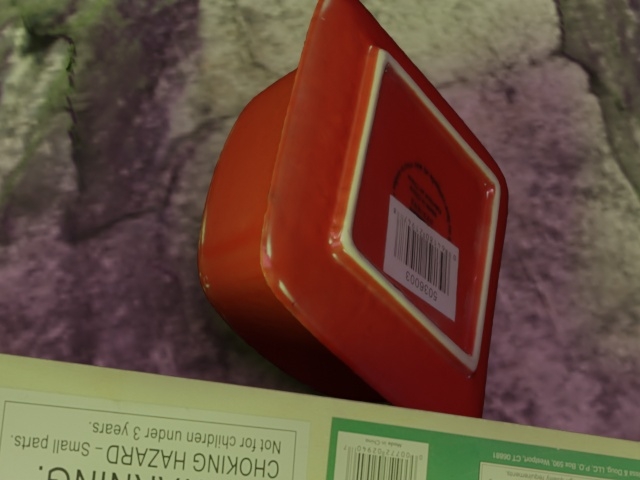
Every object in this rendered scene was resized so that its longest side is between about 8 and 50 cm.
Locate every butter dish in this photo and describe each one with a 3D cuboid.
[{"bbox_3d":[0.000,0.000,0.621,0.160,0.118,0.160,44,45,-39],"label":"butter dish"}]

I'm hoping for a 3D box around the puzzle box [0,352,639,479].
[{"bbox_3d":[-0.052,0.181,0.453,0.409,0.052,0.272,11,75,-21],"label":"puzzle box"}]
